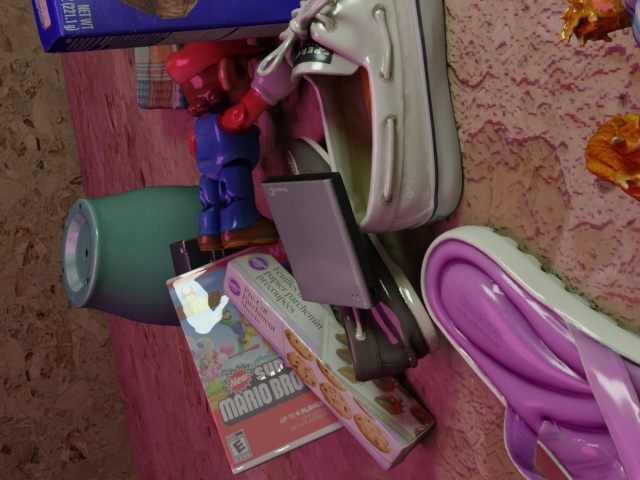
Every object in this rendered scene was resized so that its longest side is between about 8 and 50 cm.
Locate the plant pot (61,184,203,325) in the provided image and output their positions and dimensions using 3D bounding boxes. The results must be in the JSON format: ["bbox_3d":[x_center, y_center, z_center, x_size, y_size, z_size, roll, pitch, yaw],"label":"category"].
[{"bbox_3d":[-0.301,0.023,1.110,0.272,0.255,0.271,-6,82,52],"label":"plant pot"}]

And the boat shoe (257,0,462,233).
[{"bbox_3d":[0.018,-0.181,0.597,0.136,0.157,0.366,4,106,61],"label":"boat shoe"}]

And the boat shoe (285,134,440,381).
[{"bbox_3d":[0.013,0.006,0.723,0.335,0.096,0.112,60,173,34],"label":"boat shoe"}]

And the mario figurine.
[{"bbox_3d":[-0.105,-0.150,0.888,0.170,0.198,0.320,-10,-85,-74],"label":"mario figurine"}]

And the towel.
[{"bbox_3d":[-0.312,-0.435,1.191,0.271,0.040,0.370,20,113,59],"label":"towel"}]

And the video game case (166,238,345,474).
[{"bbox_3d":[-0.073,0.145,0.877,0.025,0.204,0.285,85,162,-69],"label":"video game case"}]

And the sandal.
[{"bbox_3d":[0.190,0.137,0.476,0.416,0.102,0.169,45,139,49],"label":"sandal"}]

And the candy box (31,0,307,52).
[{"bbox_3d":[-0.134,-0.342,0.637,0.122,0.317,0.268,16,117,58],"label":"candy box"}]

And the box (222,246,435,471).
[{"bbox_3d":[0.000,0.139,0.796,0.324,0.063,0.067,44,137,23],"label":"box"}]

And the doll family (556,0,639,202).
[{"bbox_3d":[0.205,-0.103,0.323,0.163,0.118,0.262,13,114,60],"label":"doll family"}]

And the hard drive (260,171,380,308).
[{"bbox_3d":[0.000,0.000,0.612,0.094,0.022,0.135,2,119,44],"label":"hard drive"}]

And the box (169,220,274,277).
[{"bbox_3d":[-0.139,0.061,1.004,0.093,0.158,0.155,-6,97,63],"label":"box"}]
